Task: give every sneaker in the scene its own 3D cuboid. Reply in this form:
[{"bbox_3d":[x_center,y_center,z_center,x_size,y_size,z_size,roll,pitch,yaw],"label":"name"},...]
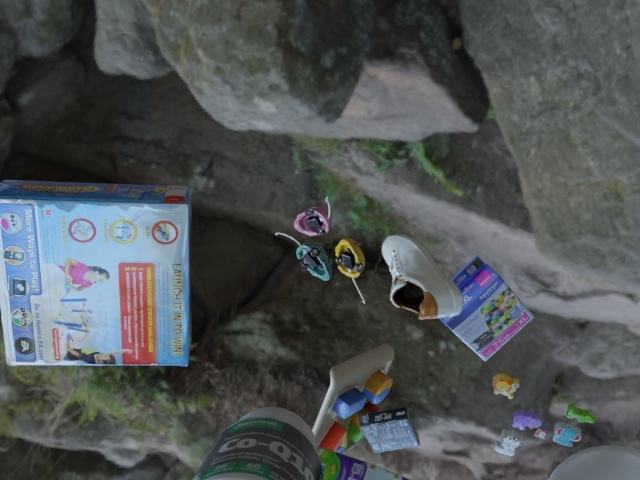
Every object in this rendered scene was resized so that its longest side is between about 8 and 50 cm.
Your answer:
[{"bbox_3d":[0.190,0.075,1.545,0.123,0.105,0.290,-11,-148,-21],"label":"sneaker"}]

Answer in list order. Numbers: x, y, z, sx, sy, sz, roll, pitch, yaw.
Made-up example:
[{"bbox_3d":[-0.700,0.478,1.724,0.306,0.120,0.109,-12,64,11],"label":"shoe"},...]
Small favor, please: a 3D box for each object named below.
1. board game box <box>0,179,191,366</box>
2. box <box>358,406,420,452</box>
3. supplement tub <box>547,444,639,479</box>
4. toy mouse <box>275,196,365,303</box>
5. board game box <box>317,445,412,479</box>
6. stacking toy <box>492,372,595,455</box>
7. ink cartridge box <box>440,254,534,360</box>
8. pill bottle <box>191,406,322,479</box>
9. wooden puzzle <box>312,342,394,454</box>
[{"bbox_3d":[-0.369,0.059,1.158,0.302,0.308,0.086,2,-157,-8],"label":"board game box"},{"bbox_3d":[0.096,0.262,0.955,0.067,0.018,0.083,-14,135,13],"label":"box"},{"bbox_3d":[0.532,0.535,1.179,0.207,0.207,0.337,5,127,57],"label":"supplement tub"},{"bbox_3d":[0.000,0.000,0.965,0.143,0.160,0.031,14,-139,35],"label":"toy mouse"},{"bbox_3d":[0.016,0.482,1.340,0.144,0.142,0.275,34,158,-35],"label":"board game box"},{"bbox_3d":[0.437,0.356,1.333,0.221,0.052,0.167,19,-145,1],"label":"stacking toy"},{"bbox_3d":[0.421,0.183,1.808,0.311,0.186,0.065,41,-173,-41],"label":"ink cartridge box"},{"bbox_3d":[-0.101,0.403,1.105,0.204,0.204,0.361,12,-175,2],"label":"pill bottle"},{"bbox_3d":[0.100,0.502,2.050,0.081,0.347,0.322,27,-157,31],"label":"wooden puzzle"}]
